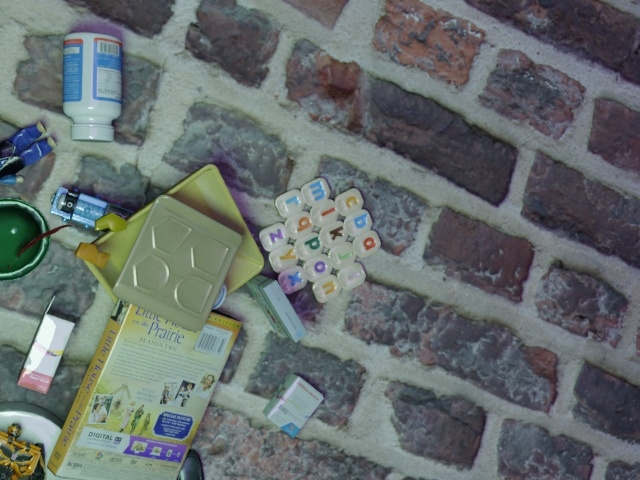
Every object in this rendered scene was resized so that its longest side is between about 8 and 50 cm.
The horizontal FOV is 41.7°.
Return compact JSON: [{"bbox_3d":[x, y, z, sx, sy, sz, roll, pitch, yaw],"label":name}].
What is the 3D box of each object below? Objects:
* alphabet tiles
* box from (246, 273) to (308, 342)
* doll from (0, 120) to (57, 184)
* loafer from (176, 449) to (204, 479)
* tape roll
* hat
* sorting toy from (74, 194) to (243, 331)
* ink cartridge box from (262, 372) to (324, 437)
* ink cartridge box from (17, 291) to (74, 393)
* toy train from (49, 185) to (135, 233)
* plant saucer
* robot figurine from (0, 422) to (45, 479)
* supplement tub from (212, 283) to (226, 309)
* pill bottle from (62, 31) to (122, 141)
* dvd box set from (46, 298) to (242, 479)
[{"bbox_3d":[0.000,0.000,2.034,0.278,0.021,0.284,-26,100,-16],"label":"alphabet tiles"},{"bbox_3d":[-0.103,0.151,1.916,0.038,0.186,0.145,-32,102,-13],"label":"box"},{"bbox_3d":[-0.663,-0.183,1.785,0.189,0.046,0.129,-34,112,-8],"label":"doll"},{"bbox_3d":[-0.300,0.595,1.923,0.076,0.078,0.223,2,92,-19],"label":"loafer"},{"bbox_3d":[-0.661,0.492,1.784,0.286,0.100,0.286,-1,92,-20],"label":"tape roll"},{"bbox_3d":[-0.639,-0.008,1.727,0.173,0.183,0.208,44,79,-15],"label":"hat"},{"bbox_3d":[-0.330,0.028,1.712,0.307,0.041,0.229,30,80,-28],"label":"sorting toy"},{"bbox_3d":[-0.065,0.393,2.011,0.088,0.052,0.122,42,80,-16],"label":"ink cartridge box"},{"bbox_3d":[-0.578,0.215,1.793,0.067,0.115,0.198,22,86,-18],"label":"ink cartridge box"},{"bbox_3d":[-0.492,-0.061,1.817,0.184,0.105,0.080,21,85,-19],"label":"toy train"},{"bbox_3d":[-0.321,0.027,1.838,0.333,0.081,0.332,-37,134,-14],"label":"plant saucer"},{"bbox_3d":[-0.656,0.502,1.650,0.211,0.085,0.291,37,64,-36],"label":"robot figurine"},{"bbox_3d":[-0.263,0.105,1.827,0.107,0.071,0.071,26,83,-44],"label":"supplement tub"},{"bbox_3d":[-0.489,-0.324,1.799,0.124,0.124,0.221,1,92,-19],"label":"pill bottle"},{"bbox_3d":[-0.372,0.325,1.819,0.307,0.062,0.420,25,87,-45],"label":"dvd box set"}]
